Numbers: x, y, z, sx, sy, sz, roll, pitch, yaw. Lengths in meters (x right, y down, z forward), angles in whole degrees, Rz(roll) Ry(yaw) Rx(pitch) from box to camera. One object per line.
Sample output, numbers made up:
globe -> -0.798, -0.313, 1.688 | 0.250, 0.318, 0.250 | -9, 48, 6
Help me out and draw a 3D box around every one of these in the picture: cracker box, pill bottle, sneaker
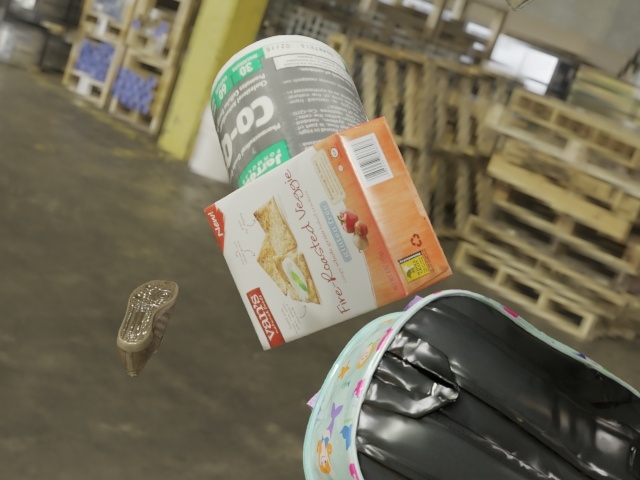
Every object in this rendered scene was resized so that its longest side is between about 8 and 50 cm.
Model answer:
cracker box -> 0.000, 0.000, 1.213 | 0.067, 0.156, 0.232 | -22, -3, -38
pill bottle -> -0.017, -0.084, 1.705 | 0.204, 0.204, 0.361 | 11, 42, -30
sneaker -> -0.261, 0.128, 1.939 | 0.066, 0.071, 0.188 | 11, 30, 9

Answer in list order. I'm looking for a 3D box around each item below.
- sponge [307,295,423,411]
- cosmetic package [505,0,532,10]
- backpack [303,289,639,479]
sponge -> 0.095, 0.160, 1.610 | 0.117, 0.210, 0.031 | 24, -29, 49
cosmetic package -> 0.202, -0.288, 0.771 | 0.153, 0.296, 0.129 | 52, -16, -3
backpack -> 0.115, 0.168, 1.032 | 0.253, 0.225, 0.191 | 35, -24, -18
